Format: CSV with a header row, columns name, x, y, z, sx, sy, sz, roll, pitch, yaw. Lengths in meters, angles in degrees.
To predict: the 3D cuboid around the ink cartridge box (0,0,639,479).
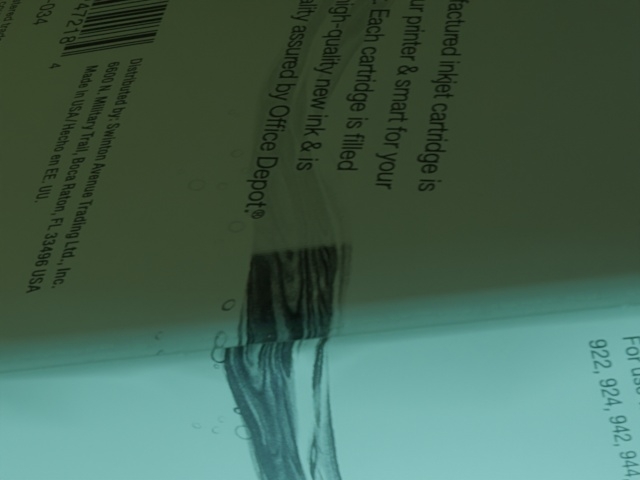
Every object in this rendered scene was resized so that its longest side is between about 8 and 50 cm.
name,x,y,z,sx,sy,sz,roll,pitch,yaw
ink cartridge box,0.000,0.000,0.552,0.273,0.198,0.115,-6,129,16
